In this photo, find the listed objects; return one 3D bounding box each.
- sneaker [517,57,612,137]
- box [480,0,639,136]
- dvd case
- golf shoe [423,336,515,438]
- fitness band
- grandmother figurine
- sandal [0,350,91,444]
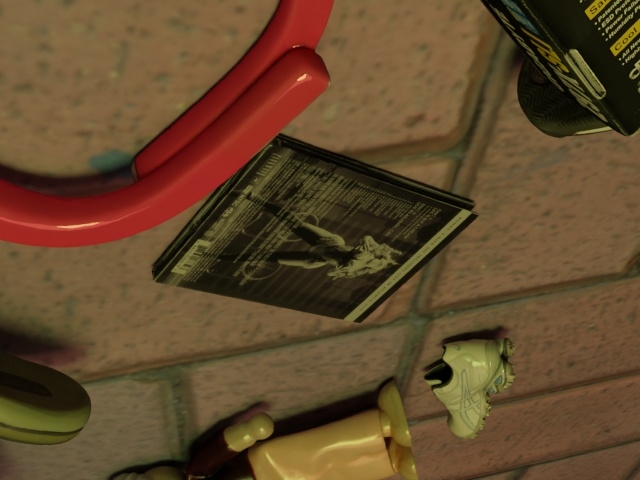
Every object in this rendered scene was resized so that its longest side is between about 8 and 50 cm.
[{"bbox_3d":[0.281,-0.127,0.601,0.281,0.106,0.162,-29,147,14],"label":"sneaker"},{"bbox_3d":[0.182,-0.228,0.372,0.322,0.079,0.257,-47,137,12],"label":"box"},{"bbox_3d":[0.000,0.000,0.718,0.221,0.018,0.164,15,132,-38],"label":"dvd case"},{"bbox_3d":[0.153,0.160,0.984,0.086,0.069,0.176,8,138,-2],"label":"golf shoe"},{"bbox_3d":[-0.119,-0.103,0.501,0.291,0.054,0.209,-38,138,25],"label":"fitness band"},{"bbox_3d":[-0.068,0.263,0.987,0.342,0.104,0.208,-14,118,-2],"label":"grandmother figurine"},{"bbox_3d":[-0.280,0.066,0.623,0.086,0.120,0.303,-54,140,6],"label":"sandal"}]
